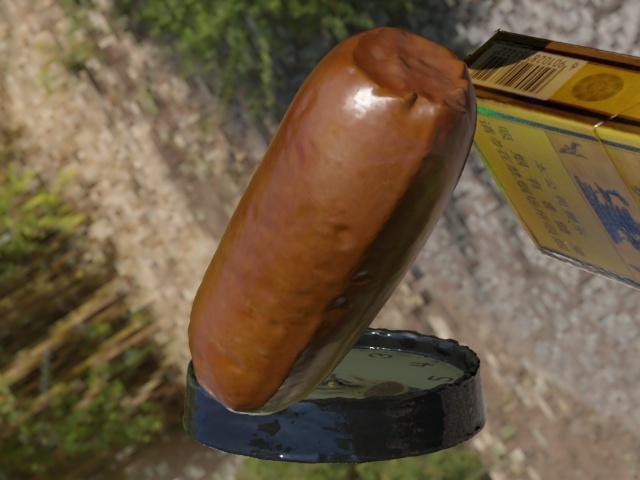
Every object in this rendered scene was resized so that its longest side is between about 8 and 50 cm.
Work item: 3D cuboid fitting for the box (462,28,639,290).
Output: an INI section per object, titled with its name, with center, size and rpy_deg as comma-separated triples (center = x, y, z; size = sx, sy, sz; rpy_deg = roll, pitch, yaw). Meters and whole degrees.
[box]
center = 0.238, -0.049, 1.307
size = 0.193, 0.084, 0.301
rpy_deg = 54, 165, -28

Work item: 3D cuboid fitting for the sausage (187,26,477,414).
[sausage]
center = 0.000, 0.000, 0.686
size = 0.076, 0.076, 0.197
rpy_deg = 51, 136, 20

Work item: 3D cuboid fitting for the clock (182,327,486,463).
[clock]
center = 0.008, 0.089, 1.033
size = 0.184, 0.184, 0.040
rpy_deg = -159, 66, -65
